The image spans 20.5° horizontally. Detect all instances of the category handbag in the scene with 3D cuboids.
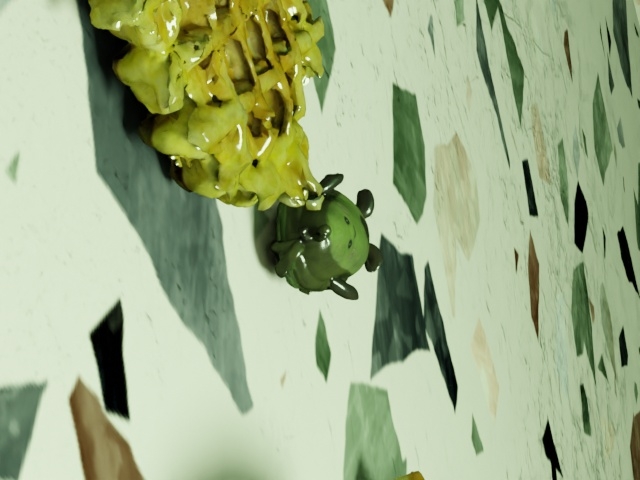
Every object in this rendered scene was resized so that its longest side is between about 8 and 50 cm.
[{"bbox_3d":[0.000,0.000,0.974,0.111,0.047,0.072,-11,93,-75],"label":"handbag"}]

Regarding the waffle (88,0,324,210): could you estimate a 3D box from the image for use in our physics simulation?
[{"bbox_3d":[-0.055,-0.143,0.845,0.245,0.052,0.254,44,40,-61],"label":"waffle"}]

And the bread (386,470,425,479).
[{"bbox_3d":[0.044,0.250,1.017,0.088,0.049,0.226,66,23,-44],"label":"bread"}]
